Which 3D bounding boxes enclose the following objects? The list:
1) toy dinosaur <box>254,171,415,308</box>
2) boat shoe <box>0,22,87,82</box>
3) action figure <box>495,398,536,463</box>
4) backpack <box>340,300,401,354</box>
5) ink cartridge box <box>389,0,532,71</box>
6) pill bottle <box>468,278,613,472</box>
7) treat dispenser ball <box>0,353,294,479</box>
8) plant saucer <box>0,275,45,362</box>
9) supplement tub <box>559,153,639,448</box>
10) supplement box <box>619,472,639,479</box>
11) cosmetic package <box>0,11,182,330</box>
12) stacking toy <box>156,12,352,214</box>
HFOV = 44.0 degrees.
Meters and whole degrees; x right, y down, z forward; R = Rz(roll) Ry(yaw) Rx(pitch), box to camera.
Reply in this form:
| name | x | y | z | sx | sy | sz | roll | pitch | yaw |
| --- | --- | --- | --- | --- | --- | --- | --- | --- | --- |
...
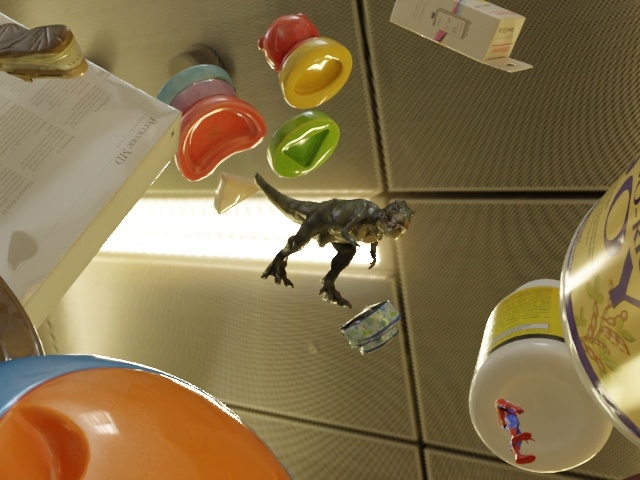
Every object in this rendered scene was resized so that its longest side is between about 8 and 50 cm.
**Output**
| name | x | y | z | sx | sy | sz | roll | pitch | yaw |
| --- | --- | --- | --- | --- | --- | --- | --- | --- | --- |
| toy dinosaur | 0.000 | 0.000 | 0.837 | 0.268 | 0.064 | 0.118 | 14 | -95 | 48 |
| boat shoe | -0.267 | -0.165 | 0.718 | 0.135 | 0.050 | 0.045 | 12 | -30 | 34 |
| action figure | 0.198 | 0.188 | 0.808 | 0.030 | 0.115 | 0.038 | -17 | -81 | 4 |
| backpack | 0.114 | 0.179 | 1.647 | 0.084 | 0.105 | 0.114 | 54 | -33 | 3 |
| ink cartridge box | 0.215 | -0.312 | 1.142 | 0.198 | 0.115 | 0.067 | 31 | -61 | 20 |
| pill bottle | 0.331 | 0.176 | 1.173 | 0.187 | 0.334 | 0.188 | 5 | -72 | 16 |
| treat dispenser ball | -0.134 | 0.203 | 0.400 | 0.288 | 0.288 | 0.288 | 14 | -64 | 31 |
| plant saucer | -0.355 | 0.053 | 0.702 | 0.041 | 0.278 | 0.278 | -39 | -97 | 3 |
| supplement tub | 0.293 | 0.003 | 0.438 | 0.241 | 0.241 | 0.331 | 43 | -17 | 14 |
| supplement box | 0.277 | 0.329 | 0.801 | 0.191 | 0.194 | 0.129 | 114 | -40 | -57 |
| cosmetic package | -0.387 | -0.074 | 0.954 | 0.284 | 0.377 | 0.097 | 28 | -32 | 5 |
| stacking toy | -0.110 | -0.208 | 1.280 | 0.130 | 0.308 | 0.280 | 55 | -14 | 28 |
